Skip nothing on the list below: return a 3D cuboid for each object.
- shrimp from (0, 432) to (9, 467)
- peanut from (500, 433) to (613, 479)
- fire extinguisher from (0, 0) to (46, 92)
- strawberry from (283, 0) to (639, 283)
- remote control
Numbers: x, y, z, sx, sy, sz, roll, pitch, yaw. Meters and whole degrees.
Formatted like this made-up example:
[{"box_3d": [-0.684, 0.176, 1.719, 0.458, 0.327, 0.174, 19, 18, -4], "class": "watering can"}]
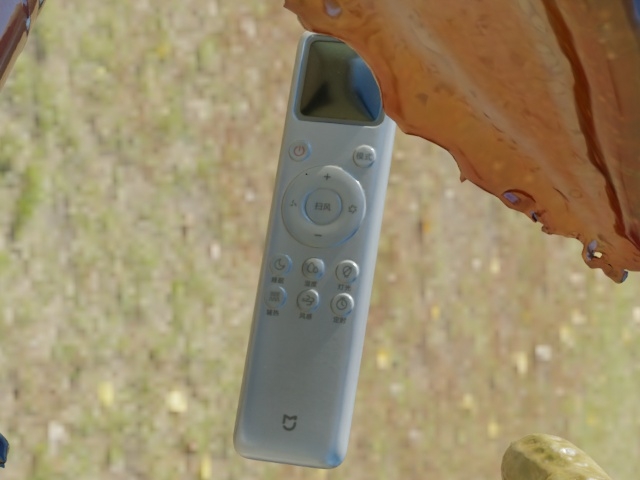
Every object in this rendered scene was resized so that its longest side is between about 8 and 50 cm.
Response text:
[{"box_3d": [-0.255, 0.049, 1.163, 0.219, 0.046, 0.152, 42, 51, -35], "class": "shrimp"}, {"box_3d": [0.245, 0.256, 1.883, 0.108, 0.095, 0.226, 46, 1, -32], "class": "peanut"}, {"box_3d": [-0.235, -0.043, 0.921, 0.114, 0.135, 0.337, 86, 14, -45], "class": "fire extinguisher"}, {"box_3d": [0.091, -0.095, 0.721, 0.228, 0.174, 0.098, 46, 56, -16], "class": "strawberry"}, {"box_3d": [0.000, 0.000, 1.139, 0.029, 0.067, 0.261, 53, 45, -72], "class": "remote control"}]
